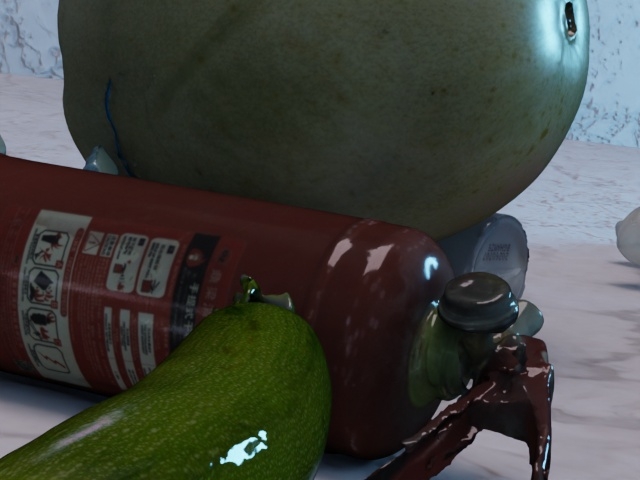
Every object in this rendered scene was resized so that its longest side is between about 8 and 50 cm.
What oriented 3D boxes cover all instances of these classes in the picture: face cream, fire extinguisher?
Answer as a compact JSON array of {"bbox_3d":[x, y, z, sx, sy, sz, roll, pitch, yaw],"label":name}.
[{"bbox_3d":[0.000,0.000,1.272,0.269,0.073,0.107,10,0,31],"label":"face cream"},{"bbox_3d":[-0.040,0.044,0.836,0.337,0.106,0.147,10,39,28],"label":"fire extinguisher"}]

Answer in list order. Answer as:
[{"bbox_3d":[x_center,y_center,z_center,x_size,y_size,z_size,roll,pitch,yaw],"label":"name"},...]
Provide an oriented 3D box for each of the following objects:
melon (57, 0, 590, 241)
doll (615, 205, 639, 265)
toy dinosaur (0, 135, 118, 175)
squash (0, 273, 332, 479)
[{"bbox_3d":[-0.006,-0.119,1.138,0.330,0.269,0.268,-4,2,27],"label":"melon"},{"bbox_3d":[0.361,-0.040,1.553,0.242,0.160,0.311,13,13,34],"label":"doll"},{"bbox_3d":[-0.172,0.001,1.032,0.144,0.076,0.329,-34,-14,29],"label":"toy dinosaur"},{"bbox_3d":[-0.048,0.075,0.632,0.080,0.071,0.318,-6,11,20],"label":"squash"}]
